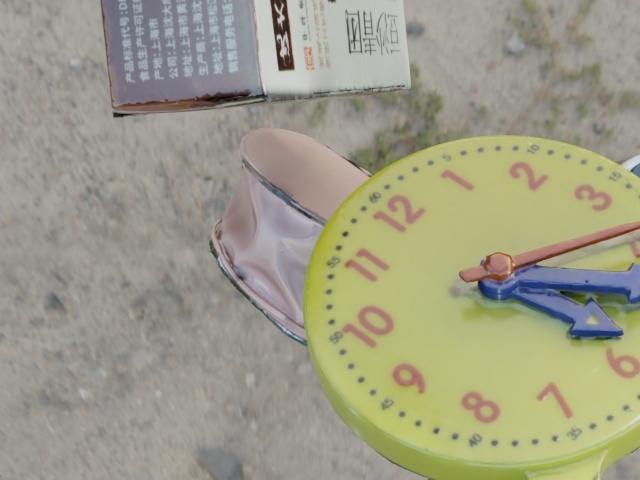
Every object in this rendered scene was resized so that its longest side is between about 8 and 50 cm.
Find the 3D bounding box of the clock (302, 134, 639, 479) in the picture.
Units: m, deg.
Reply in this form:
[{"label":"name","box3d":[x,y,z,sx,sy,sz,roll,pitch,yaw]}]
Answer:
[{"label":"clock","box3d":[0.128,0.037,1.002,0.293,0.071,0.277,28,62,27]}]

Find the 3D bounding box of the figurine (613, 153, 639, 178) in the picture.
[{"label":"figurine","box3d":[0.369,0.009,1.719,0.416,0.298,0.243,-18,34,28]}]

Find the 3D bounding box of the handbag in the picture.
[{"label":"handbag","box3d":[-0.001,0.001,1.284,0.205,0.179,0.116,36,114,13]}]

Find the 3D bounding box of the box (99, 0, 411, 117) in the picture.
[{"label":"box","box3d":[-0.049,-0.296,1.095,0.122,0.344,0.385,-3,96,20]}]

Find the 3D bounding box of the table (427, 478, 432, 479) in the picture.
[{"label":"table","box3d":[0.188,0.359,1.323,0.317,0.317,0.249,-46,102,-15]}]
